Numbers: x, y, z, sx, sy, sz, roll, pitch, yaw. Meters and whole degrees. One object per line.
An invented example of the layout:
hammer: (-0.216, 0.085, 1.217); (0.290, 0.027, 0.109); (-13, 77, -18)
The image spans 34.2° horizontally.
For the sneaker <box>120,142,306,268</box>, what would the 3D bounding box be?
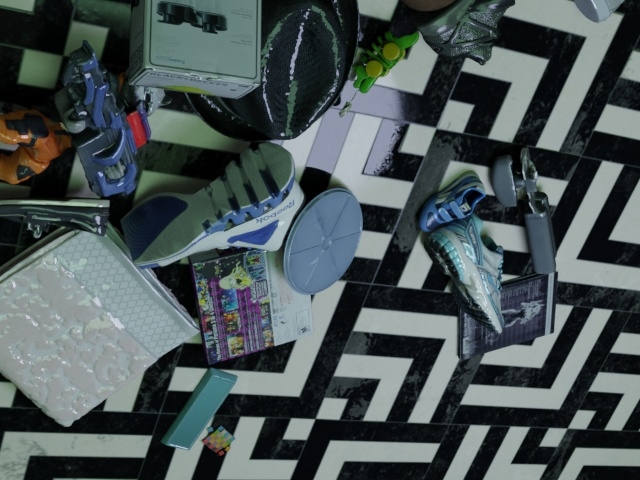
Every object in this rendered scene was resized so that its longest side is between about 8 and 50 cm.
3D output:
sneaker: (-0.152, -0.024, 1.715); (0.315, 0.127, 0.182); (-25, 149, 11)

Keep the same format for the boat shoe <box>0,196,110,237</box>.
boat shoe: (-0.431, -0.035, 1.613); (0.206, 0.075, 0.065); (0, 96, -15)

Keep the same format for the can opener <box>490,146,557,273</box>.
can opener: (0.390, -0.055, 1.992); (0.095, 0.076, 0.283); (-4, 130, 18)

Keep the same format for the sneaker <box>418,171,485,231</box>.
sneaker: (0.243, -0.064, 1.913); (0.144, 0.059, 0.053); (-42, 130, 8)

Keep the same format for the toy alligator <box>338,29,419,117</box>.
toy alligator: (0.081, -0.285, 1.707); (0.189, 0.056, 0.051); (-44, 84, 18)

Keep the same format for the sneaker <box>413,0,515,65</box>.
sneaker: (0.275, -0.376, 1.705); (0.227, 0.087, 0.130); (-35, 130, 6)

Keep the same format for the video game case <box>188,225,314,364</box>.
video game case: (-0.121, 0.100, 1.875); (0.210, 0.042, 0.232); (-16, 126, -15)

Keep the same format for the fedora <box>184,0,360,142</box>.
fedora: (-0.059, -0.276, 1.583); (0.334, 0.152, 0.334); (-11, 125, -16)

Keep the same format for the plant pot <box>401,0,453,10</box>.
plant pot: (0.140, -0.458, 1.536); (0.215, 0.215, 0.230); (-33, 143, 0)

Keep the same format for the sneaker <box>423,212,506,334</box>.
sneaker: (0.313, 0.066, 1.995); (0.122, 0.110, 0.283); (-41, 127, -11)

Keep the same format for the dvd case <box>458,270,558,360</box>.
dvd case: (0.385, 0.152, 2.145); (0.221, 0.018, 0.165); (-14, 125, -13)

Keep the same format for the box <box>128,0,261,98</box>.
box: (-0.171, -0.351, 1.426); (0.169, 0.087, 0.290); (3, 82, -26)

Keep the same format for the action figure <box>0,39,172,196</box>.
action figure: (-0.379, -0.195, 1.491); (0.330, 0.178, 0.341); (-17, 152, -18)

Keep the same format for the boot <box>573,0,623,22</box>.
boot: (0.453, -0.487, 1.715); (0.123, 0.095, 0.258); (-42, 136, 0)

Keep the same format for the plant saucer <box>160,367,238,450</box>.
plant saucer: (-0.232, 0.328, 1.995); (0.067, 0.018, 0.192); (23, 111, -33)

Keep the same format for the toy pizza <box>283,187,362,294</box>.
toy pizza: (0.000, 0.000, 1.834); (0.201, 0.032, 0.201); (-28, 131, -39)

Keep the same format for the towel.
towel: (-0.414, 0.142, 1.771); (0.317, 0.053, 0.332); (-35, 128, 2)

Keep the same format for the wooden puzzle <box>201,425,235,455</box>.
wooden puzzle: (-0.201, 0.395, 2.059); (0.049, 0.006, 0.083); (-38, 128, 4)
